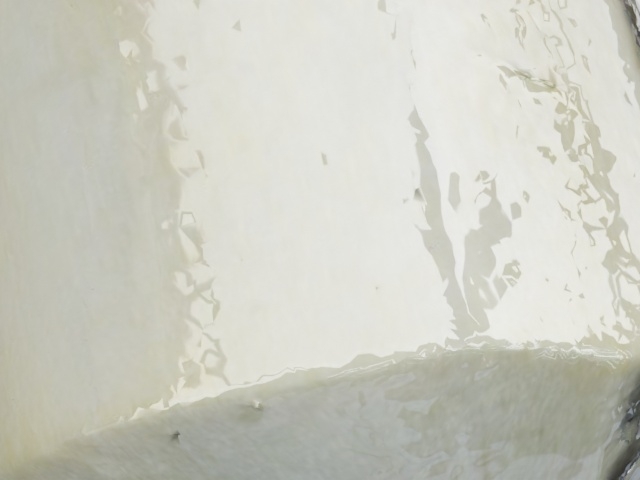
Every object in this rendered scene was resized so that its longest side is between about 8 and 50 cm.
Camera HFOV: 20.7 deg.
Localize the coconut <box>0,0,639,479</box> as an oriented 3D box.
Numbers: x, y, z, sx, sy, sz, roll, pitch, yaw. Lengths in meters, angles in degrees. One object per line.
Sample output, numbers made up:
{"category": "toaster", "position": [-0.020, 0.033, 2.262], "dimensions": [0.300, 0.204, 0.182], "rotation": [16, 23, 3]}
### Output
{"category": "coconut", "position": [0.000, 0.000, 0.627], "dimensions": [0.323, 0.323, 0.323], "rotation": [-27, 131, -36]}
